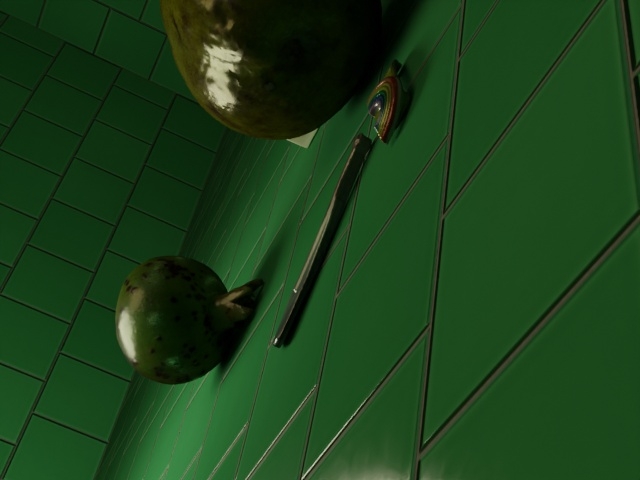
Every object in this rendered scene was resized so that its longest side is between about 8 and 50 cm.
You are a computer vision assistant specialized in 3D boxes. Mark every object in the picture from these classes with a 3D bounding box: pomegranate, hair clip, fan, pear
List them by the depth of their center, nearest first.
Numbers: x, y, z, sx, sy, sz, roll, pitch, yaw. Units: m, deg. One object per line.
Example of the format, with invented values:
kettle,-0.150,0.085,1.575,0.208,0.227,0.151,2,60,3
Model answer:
hair clip,0.081,-0.177,1.276,0.060,0.033,0.188,-60,12,26
fan,0.000,0.000,1.317,0.057,0.023,0.282,127,166,-84
pear,-0.071,-0.329,1.573,0.352,0.351,0.413,-62,22,19
pomegranate,-0.208,0.123,1.702,0.211,0.263,0.211,-7,-90,-67

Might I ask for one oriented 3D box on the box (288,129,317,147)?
box,0.009,-0.307,1.849,0.164,0.069,0.256,-81,18,-56
